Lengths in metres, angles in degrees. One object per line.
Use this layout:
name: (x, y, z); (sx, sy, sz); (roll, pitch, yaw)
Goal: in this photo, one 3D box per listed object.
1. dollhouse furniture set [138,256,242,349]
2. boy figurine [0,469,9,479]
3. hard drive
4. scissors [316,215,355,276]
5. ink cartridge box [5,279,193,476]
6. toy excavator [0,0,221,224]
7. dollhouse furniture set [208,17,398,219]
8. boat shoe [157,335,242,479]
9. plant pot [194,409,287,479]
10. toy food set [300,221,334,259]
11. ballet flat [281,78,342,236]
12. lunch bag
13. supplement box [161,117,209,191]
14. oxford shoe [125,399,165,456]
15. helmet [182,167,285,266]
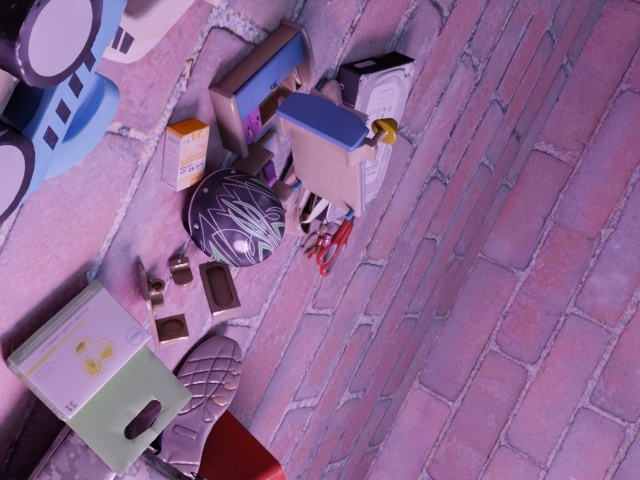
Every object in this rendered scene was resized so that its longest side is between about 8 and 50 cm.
dollhouse furniture set: (-0.215, 0.070, 1.310); (0.151, 0.144, 0.123); (-12, 138, -12)
boy figurine: (-0.548, 0.444, 1.112); (0.285, 0.092, 0.177); (-66, 159, 1)
hard drive: (0.088, -0.220, 1.710); (0.237, 0.064, 0.339); (-28, 140, -52)
scissors: (0.074, -0.048, 1.928); (0.297, 0.021, 0.109); (-59, 154, -10)
ink cartridge box: (-0.312, 0.200, 1.169); (0.171, 0.235, 0.056); (-47, -172, -31)
toy excavator: (-0.275, -0.221, 0.852); (0.433, 0.222, 0.445); (-63, 170, 3)
dollhouse furniture set: (0.013, -0.168, 1.313); (0.198, 0.303, 0.286); (-49, 153, -25)
boat shoe: (-0.258, 0.337, 1.579); (0.325, 0.123, 0.116); (-63, -168, -18)
plant pot: (-0.211, 0.555, 1.671); (0.235, 0.267, 0.267); (-29, 123, -23)
toy food set: (0.000, 0.000, 1.822); (0.122, 0.019, 0.078); (-50, 154, -25)
ballet flat: (-0.001, -0.150, 1.551); (0.107, 0.106, 0.316); (-5, 120, -62)
lunch bag: (-0.351, 0.449, 1.247); (0.305, 0.256, 0.212); (-57, -175, -14)
supplement box: (-0.208, -0.133, 1.235); (0.062, 0.036, 0.099); (-32, 143, -47)
oxford shoe: (-0.348, 0.376, 1.421); (0.271, 0.098, 0.097); (-60, 157, -9)
helmet: (-0.140, -0.036, 1.318); (0.169, 0.169, 0.161); (-57, -163, -12)
